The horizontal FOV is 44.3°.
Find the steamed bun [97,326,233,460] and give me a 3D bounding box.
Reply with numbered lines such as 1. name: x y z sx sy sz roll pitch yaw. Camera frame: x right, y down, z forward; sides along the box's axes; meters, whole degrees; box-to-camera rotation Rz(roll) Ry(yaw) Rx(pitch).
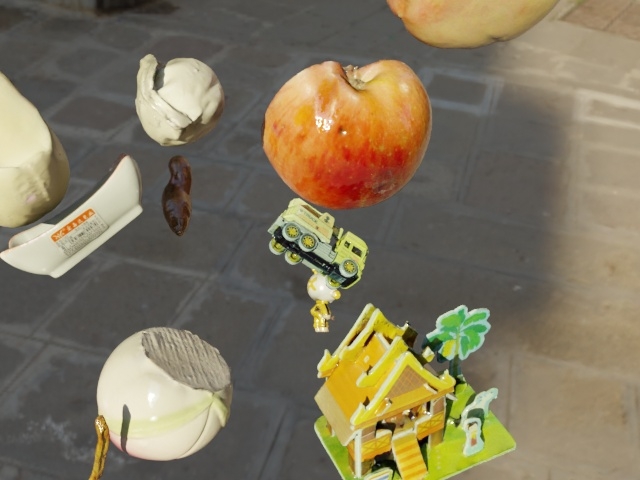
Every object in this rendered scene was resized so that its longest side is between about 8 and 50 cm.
1. steamed bun: -0.358 0.363 1.741 0.309 0.309 0.309 4 34 -2

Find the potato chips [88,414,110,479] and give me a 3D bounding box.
1. potato chips: -0.440 0.424 1.564 0.037 0.204 0.026 39 43 26

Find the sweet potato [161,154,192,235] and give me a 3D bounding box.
1. sweet potato: -0.254 -0.080 1.393 0.058 0.055 0.202 -10 51 3

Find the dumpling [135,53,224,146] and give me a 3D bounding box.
1. dumpling: -0.202 -0.202 1.103 0.118 0.136 0.199 -31 13 9

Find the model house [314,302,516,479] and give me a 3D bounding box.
1. model house: 0.184 0.258 1.410 0.357 0.313 0.242 -15 42 -18

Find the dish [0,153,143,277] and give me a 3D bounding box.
1. dish: -0.326 -0.027 1.083 0.212 0.077 0.151 -39 17 -8

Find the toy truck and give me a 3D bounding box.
1. toy truck: 0.000 0.000 1.320 0.169 0.077 0.100 32 58 -9

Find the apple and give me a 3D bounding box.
1. apple: 0.066 -0.158 1.304 0.293 0.251 0.163 -16 56 -18

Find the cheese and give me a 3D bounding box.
1. cheese: -0.442 -0.131 0.996 0.127 0.266 0.233 -49 14 -25

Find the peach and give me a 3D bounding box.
1. peach: 0.214 -0.414 1.115 0.292 0.292 0.247 -10 -4 -21

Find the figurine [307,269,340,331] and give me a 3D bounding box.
1. figurine: 0.002 0.139 1.823 0.068 0.143 0.101 5 15 -31
